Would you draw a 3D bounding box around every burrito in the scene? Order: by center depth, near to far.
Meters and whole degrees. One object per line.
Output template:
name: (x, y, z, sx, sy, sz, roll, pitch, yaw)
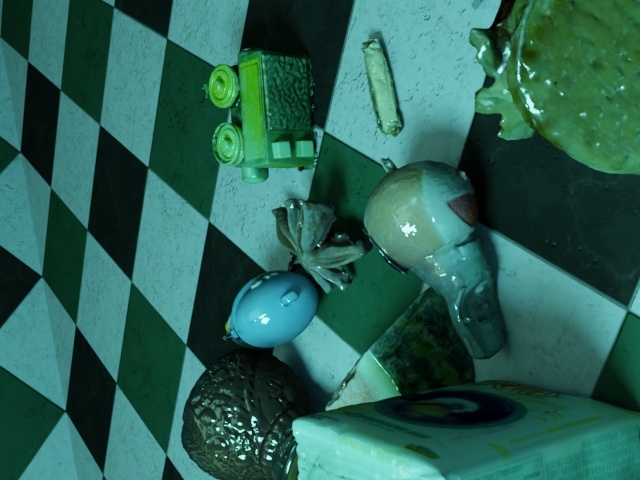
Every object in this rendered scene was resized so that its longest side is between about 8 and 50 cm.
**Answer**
burrito: (0.106, -0.267, 1.391, 0.045, 0.041, 0.186, -12, 81, 11)

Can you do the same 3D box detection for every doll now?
doll: (-0.106, 0.140, 1.570, 0.141, 0.177, 0.314, 59, 153, 1)

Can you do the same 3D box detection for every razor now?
razor: (-0.066, 0.073, 1.658, 0.028, 0.044, 0.155, -72, 10, -48)

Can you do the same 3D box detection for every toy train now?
toy train: (-0.114, -0.252, 1.587, 0.188, 0.159, 0.272, -2, 91, 46)

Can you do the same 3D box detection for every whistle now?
whistle: (0.193, 0.012, 1.216, 0.189, 0.189, 0.348, -40, 76, 47)

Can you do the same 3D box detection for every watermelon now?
watermelon: (0.143, 0.236, 1.331, 0.231, 0.193, 0.311, 3, 109, 33)

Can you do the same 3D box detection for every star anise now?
star anise: (0.002, 0.000, 1.493, 0.199, 0.110, 0.257, 57, 157, -3)

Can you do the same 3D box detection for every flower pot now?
flower pot: (-0.094, 0.375, 1.550, 0.267, 0.266, 0.267, 22, 111, 39)

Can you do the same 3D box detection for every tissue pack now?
tissue pack: (0.195, 0.293, 1.039, 0.287, 0.387, 0.162, 4, 95, 53)

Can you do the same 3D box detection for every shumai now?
shumai: (0.332, -0.265, 0.994, 0.288, 0.291, 0.330, -92, 19, -74)

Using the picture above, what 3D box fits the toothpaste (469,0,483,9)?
toothpaste: (0.195, -0.504, 1.233, 0.114, 0.073, 0.299, -49, 63, 42)
